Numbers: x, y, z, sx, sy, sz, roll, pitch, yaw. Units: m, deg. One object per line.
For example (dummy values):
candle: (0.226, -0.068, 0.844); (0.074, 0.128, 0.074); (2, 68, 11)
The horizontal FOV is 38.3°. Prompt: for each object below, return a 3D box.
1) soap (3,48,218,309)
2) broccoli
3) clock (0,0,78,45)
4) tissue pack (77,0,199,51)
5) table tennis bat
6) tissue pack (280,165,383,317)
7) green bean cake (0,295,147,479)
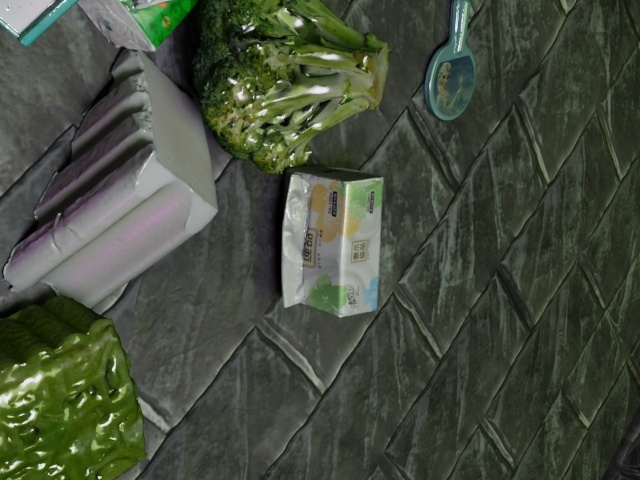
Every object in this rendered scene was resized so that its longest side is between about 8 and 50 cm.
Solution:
soap: (-0.298, -0.078, 1.286); (0.302, 0.257, 0.159); (-33, 140, 20)
broccoli: (-0.043, -0.258, 1.329); (0.321, 0.283, 0.303); (70, 32, -58)
clock: (-0.332, -0.397, 1.050); (0.262, 0.116, 0.231); (-42, 129, 3)
tissue pack: (-0.209, -0.373, 1.213); (0.209, 0.156, 0.148); (-55, 136, -21)
table tennis bat: (0.260, -0.350, 1.786); (0.149, 0.038, 0.237); (-7, 108, -44)
tissue pack: (0.000, 0.000, 1.525); (0.145, 0.159, 0.229); (-11, 108, -43)
green bean cake: (-0.370, 0.228, 1.204); (0.247, 0.156, 0.249); (-26, 126, -35)
